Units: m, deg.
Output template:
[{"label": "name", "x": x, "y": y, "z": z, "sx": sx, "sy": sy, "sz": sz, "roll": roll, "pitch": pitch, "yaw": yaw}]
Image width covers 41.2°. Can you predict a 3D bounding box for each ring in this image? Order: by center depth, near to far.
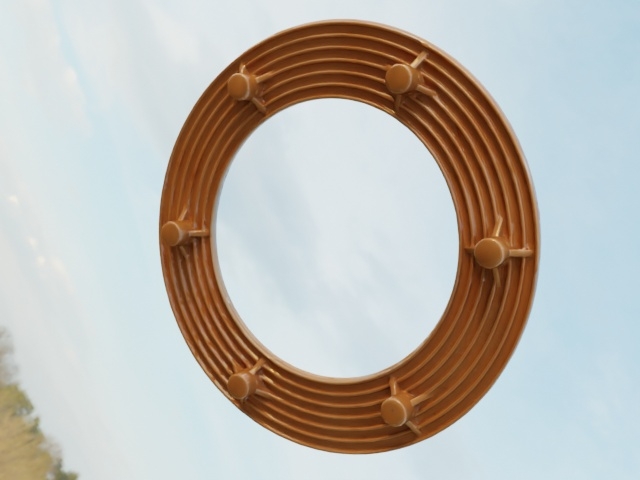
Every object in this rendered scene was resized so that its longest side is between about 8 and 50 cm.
[{"label": "ring", "x": 0.000, "y": 0.000, "z": 0.653, "sx": 0.336, "sy": 0.032, "sz": 0.336, "roll": 3, "pitch": -84, "yaw": 30}]
